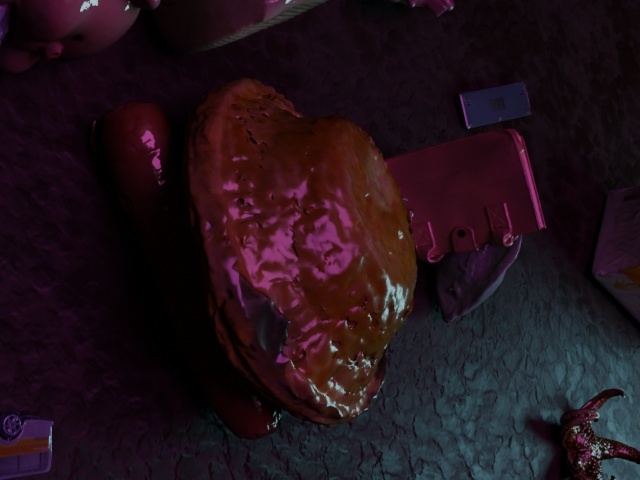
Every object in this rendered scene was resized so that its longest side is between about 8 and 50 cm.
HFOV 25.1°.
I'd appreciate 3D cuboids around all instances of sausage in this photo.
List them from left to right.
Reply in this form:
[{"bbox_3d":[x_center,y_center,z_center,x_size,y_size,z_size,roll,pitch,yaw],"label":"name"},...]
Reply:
[{"bbox_3d":[-0.151,0.038,1.668,0.094,0.094,0.419,-26,98,-23],"label":"sausage"}]

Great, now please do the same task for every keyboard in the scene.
[{"bbox_3d":[0.269,-0.209,2.220,0.176,0.014,0.055,-16,91,-47],"label":"keyboard"}]

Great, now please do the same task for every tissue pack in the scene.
[{"bbox_3d":[0.562,0.042,2.369,0.225,0.124,0.185,42,53,-30],"label":"tissue pack"}]

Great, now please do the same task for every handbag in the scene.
[{"bbox_3d":[0.184,-0.056,1.945,0.059,0.212,0.157,-15,91,-70],"label":"handbag"}]

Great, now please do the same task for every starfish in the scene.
[{"bbox_3d":[0.431,0.328,2.190,0.146,0.074,0.190,-11,86,-45],"label":"starfish"}]

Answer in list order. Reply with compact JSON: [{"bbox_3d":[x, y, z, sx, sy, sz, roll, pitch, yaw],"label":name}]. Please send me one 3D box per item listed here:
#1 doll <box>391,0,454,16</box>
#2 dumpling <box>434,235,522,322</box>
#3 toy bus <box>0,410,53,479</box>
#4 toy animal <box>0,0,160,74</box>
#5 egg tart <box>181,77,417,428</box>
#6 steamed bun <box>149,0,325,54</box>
[{"bbox_3d":[0.126,-0.419,2.073,0.211,0.093,0.262,46,39,-13],"label":"doll"},{"bbox_3d":[0.216,0.010,2.019,0.104,0.149,0.217,14,72,-1],"label":"dumpling"},{"bbox_3d":[-0.358,0.209,1.430,0.190,0.064,0.075,-4,94,-46],"label":"toy bus"},{"bbox_3d":[-0.313,-0.297,1.526,0.229,0.210,0.221,-12,85,-29],"label":"toy animal"},{"bbox_3d":[0.000,0.000,1.700,0.443,0.178,0.443,49,30,-41],"label":"egg tart"},{"bbox_3d":[-0.102,-0.319,1.717,0.170,0.238,0.153,-30,99,-39],"label":"steamed bun"}]
